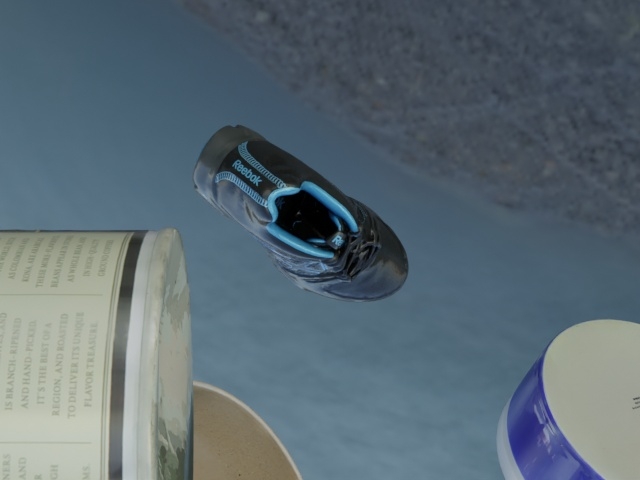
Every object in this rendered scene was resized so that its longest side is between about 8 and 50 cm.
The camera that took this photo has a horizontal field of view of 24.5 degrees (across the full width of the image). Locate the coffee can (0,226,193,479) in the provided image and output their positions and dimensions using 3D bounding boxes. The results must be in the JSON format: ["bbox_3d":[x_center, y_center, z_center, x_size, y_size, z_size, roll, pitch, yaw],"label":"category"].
[{"bbox_3d":[-0.202,0.093,0.672,0.275,0.202,0.201,0,155,0],"label":"coffee can"}]

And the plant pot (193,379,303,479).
[{"bbox_3d":[-0.157,0.261,1.117,0.191,0.284,0.284,-17,140,36],"label":"plant pot"}]

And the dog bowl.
[{"bbox_3d":[0.316,0.207,1.472,0.265,0.265,0.104,21,129,-6],"label":"dog bowl"}]

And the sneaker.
[{"bbox_3d":[0.000,0.000,1.657,0.341,0.125,0.139,32,-177,-44],"label":"sneaker"}]
